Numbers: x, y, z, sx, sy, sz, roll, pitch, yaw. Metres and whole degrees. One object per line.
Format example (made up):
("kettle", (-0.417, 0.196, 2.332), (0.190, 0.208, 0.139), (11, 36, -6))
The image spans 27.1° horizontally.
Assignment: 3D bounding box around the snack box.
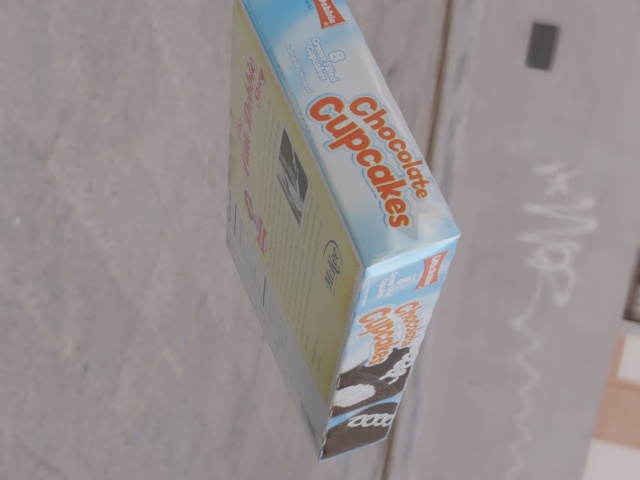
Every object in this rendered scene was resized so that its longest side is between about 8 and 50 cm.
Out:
("snack box", (0.000, 0.000, 0.829), (0.322, 0.060, 0.187), (100, -31, -63))
